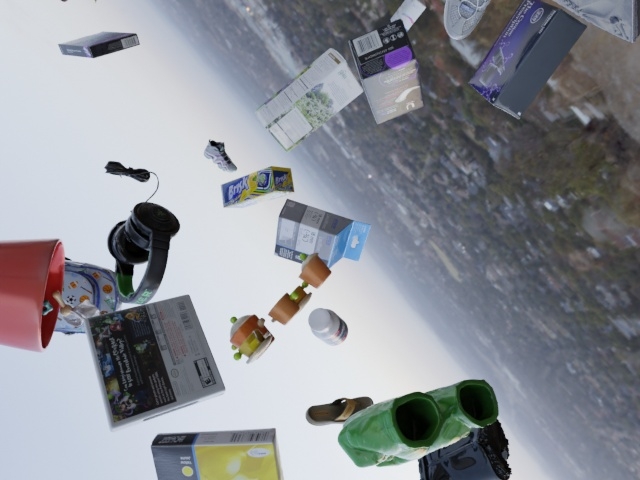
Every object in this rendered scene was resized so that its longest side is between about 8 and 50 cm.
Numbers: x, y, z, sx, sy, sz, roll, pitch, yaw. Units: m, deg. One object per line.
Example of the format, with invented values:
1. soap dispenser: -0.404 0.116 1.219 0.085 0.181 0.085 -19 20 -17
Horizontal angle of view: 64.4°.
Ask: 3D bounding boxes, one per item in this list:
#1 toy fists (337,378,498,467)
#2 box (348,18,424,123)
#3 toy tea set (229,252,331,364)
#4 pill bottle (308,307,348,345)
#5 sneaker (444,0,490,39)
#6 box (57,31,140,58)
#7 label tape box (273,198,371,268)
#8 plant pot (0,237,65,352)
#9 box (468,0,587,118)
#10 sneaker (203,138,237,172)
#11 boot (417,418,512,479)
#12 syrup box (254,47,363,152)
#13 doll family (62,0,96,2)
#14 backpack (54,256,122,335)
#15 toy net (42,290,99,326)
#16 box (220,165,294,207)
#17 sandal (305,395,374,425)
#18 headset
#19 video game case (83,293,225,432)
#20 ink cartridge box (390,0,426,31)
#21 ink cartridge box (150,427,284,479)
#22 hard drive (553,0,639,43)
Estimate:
1. toy fists: 0.154 0.290 0.799 0.279 0.142 0.096 2 -116 -40
2. box: 0.203 -0.492 1.513 0.270 0.165 0.143 43 -150 -69
3. toy tea set: -0.119 0.160 1.292 0.124 0.336 0.200 41 162 5
4. pill bottle: 0.024 0.299 1.776 0.108 0.108 0.180 52 -179 30
5. sneaker: 0.382 -0.630 1.240 0.105 0.281 0.115 20 -144 0
6. box: -0.497 -0.439 1.138 0.162 0.116 0.029 23 134 38
7. label tape box: 0.000 0.000 1.947 0.333 0.106 0.241 18 141 4
8. plant pot: -0.755 0.116 1.189 0.243 0.275 0.275 7 -159 -18
9. box: 0.534 -0.484 1.342 0.103 0.261 0.184 18 -150 -23
10. sneaker: -0.248 -0.220 1.287 0.098 0.069 0.038 32 -136 -1
11. boot: 0.297 0.417 1.095 0.094 0.207 0.247 28 -143 -25
12. syrup box: -0.027 -0.328 1.191 0.093 0.237 0.096 45 -171 -42
13. doll family: -0.407 -0.484 0.926 0.193 0.111 0.076 -13 138 44
14. backpack: -0.792 0.187 1.670 0.263 0.277 0.213 5 -176 -13
15. toy net: -0.658 0.176 1.230 0.232 0.122 0.045 25 -161 -35
16. box: -0.136 -0.109 1.066 0.059 0.168 0.054 -3 -97 -48
17. sandal: 0.051 0.425 1.285 0.072 0.180 0.049 -108 17 -54
18. headset: -0.508 -0.026 1.376 0.185 0.243 0.394 17 -122 -39
19. video game case: -0.264 0.184 0.806 0.190 0.173 0.022 60 146 30
20. ink cartridge box: 0.299 -0.776 1.733 0.052 0.122 0.089 25 -139 -21
21. ink cartridge box: -0.235 0.608 1.234 0.072 0.303 0.307 -68 -29 -76
22. hard drive: 0.397 -0.425 0.788 0.172 0.054 0.255 29 -159 -55
